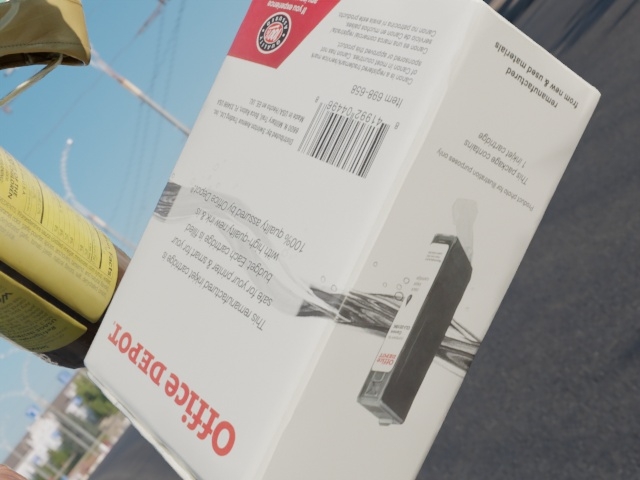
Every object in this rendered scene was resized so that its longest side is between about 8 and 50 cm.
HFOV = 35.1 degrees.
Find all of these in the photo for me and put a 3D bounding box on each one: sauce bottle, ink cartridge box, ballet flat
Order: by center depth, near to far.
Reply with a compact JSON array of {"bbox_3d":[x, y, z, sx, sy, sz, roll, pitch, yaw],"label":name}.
[{"bbox_3d":[0.000,0.000,0.573,0.197,0.114,0.273,28,92,52],"label":"ink cartridge box"},{"bbox_3d":[-0.268,-0.115,0.705,0.232,0.073,0.080,-25,8,-18],"label":"ballet flat"},{"bbox_3d":[-0.204,0.029,0.743,0.111,0.111,0.344,-52,-33,-11],"label":"sauce bottle"}]

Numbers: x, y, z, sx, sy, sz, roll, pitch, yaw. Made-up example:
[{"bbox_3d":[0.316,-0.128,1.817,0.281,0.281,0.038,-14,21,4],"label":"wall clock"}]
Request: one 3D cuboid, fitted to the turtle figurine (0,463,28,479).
[{"bbox_3d":[-0.196,0.151,0.492,0.217,0.087,0.270,92,173,-79],"label":"turtle figurine"}]
